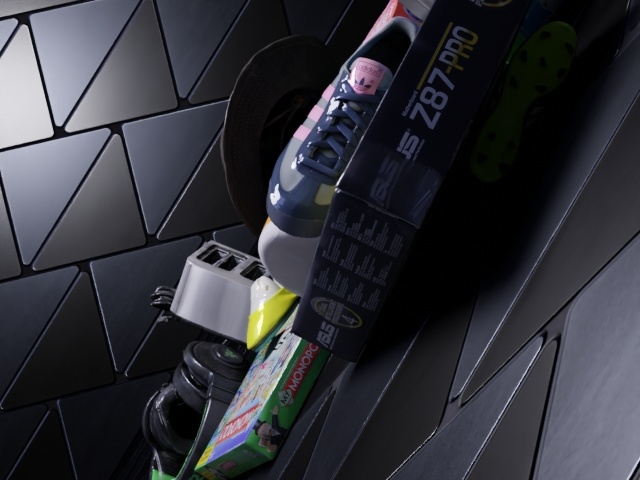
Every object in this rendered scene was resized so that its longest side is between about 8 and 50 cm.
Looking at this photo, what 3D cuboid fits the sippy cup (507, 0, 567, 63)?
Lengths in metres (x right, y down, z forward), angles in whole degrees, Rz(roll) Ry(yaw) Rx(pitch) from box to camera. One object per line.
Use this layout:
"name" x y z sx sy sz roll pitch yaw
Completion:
"sippy cup" 0.221 -0.353 1.541 0.224 0.240 0.305 -47 47 10

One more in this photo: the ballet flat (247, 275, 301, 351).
"ballet flat" -0.055 0.074 1.935 0.231 0.077 0.077 -43 -1 -43

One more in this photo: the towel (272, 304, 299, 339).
"towel" -0.041 0.121 2.073 0.148 0.027 0.110 -53 9 37

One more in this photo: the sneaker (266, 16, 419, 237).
"sneaker" 0.030 -0.144 1.578 0.131 0.112 0.319 102 -166 -52

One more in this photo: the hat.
"hat" -0.047 -0.112 1.843 0.134 0.331 0.331 -3 49 44

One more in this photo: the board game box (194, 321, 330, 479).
"board game box" -0.072 0.213 1.809 0.213 0.046 0.317 -60 7 -22

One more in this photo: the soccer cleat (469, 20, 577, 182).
"soccer cleat" 0.200 -0.142 1.356 0.179 0.060 0.072 -61 5 3

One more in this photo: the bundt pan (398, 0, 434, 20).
"bundt pan" 0.236 -0.432 1.914 0.331 0.124 0.331 -40 12 11

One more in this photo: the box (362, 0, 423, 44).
"box" 0.137 -0.268 2.025 0.154 0.142 0.300 -55 7 31

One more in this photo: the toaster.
"toaster" -0.141 0.089 2.149 0.186 0.168 0.110 -42 -29 -69

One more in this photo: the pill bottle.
"pill bottle" 0.037 -0.067 1.710 0.162 0.162 0.278 -50 15 53

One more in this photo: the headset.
"headset" -0.217 0.243 2.139 0.243 0.185 0.394 -52 20 39

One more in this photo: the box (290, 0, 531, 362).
"box" 0.094 -0.077 1.398 0.395 0.097 0.318 107 -171 -66
